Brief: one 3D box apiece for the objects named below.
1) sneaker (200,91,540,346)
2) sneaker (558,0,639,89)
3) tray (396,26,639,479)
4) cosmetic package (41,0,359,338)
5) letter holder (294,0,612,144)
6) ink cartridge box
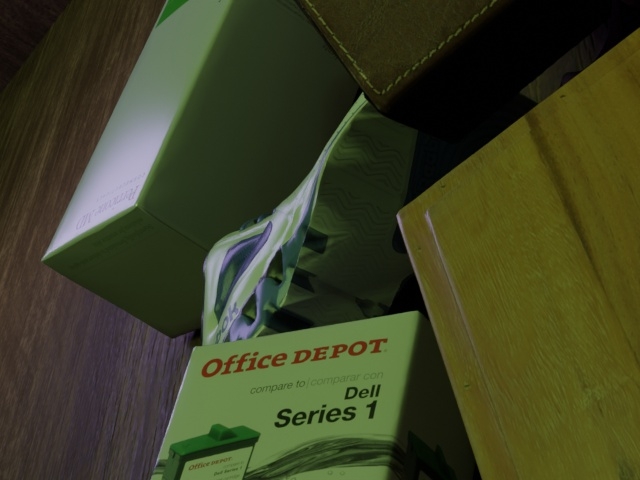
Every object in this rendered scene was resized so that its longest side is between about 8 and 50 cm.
[{"bbox_3d":[-0.001,0.001,0.948,0.315,0.127,0.182,-58,23,4],"label":"sneaker"},{"bbox_3d":[0.207,-0.126,0.703,0.236,0.104,0.095,-55,20,4],"label":"sneaker"},{"bbox_3d":[0.159,0.076,0.426,0.203,0.076,0.411,-38,38,19],"label":"tray"},{"bbox_3d":[-0.081,-0.114,1.247,0.197,0.155,0.365,-24,38,51],"label":"cosmetic package"},{"bbox_3d":[0.107,-0.233,0.750,0.302,0.214,0.152,-39,-14,14],"label":"letter holder"},{"bbox_3d":[-0.013,0.156,0.743,0.160,0.092,0.219,-12,46,30],"label":"ink cartridge box"}]
